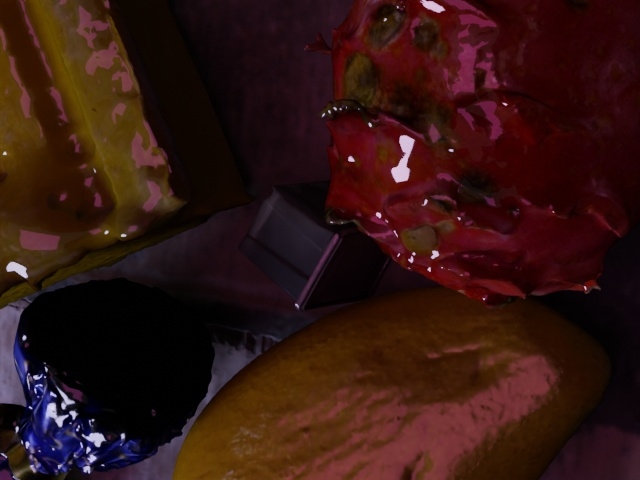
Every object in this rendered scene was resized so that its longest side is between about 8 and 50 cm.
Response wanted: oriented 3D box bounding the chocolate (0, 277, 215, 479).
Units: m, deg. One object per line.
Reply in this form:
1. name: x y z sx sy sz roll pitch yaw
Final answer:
1. chocolate: -0.196 0.152 1.147 0.148 0.126 0.343 42 130 3

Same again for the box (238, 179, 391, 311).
1. box: 0.000 0.000 1.046 0.063 0.084 0.060 39 113 22

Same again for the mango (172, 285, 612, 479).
1. mango: 0.031 0.126 1.029 0.317 0.119 0.176 -33 70 24

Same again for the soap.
1. soap: -0.215 -0.101 1.103 0.259 0.143 0.281 -23 88 23

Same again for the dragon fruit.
1. dragon fruit: 0.103 -0.098 0.917 0.210 0.205 0.268 -1 89 30
